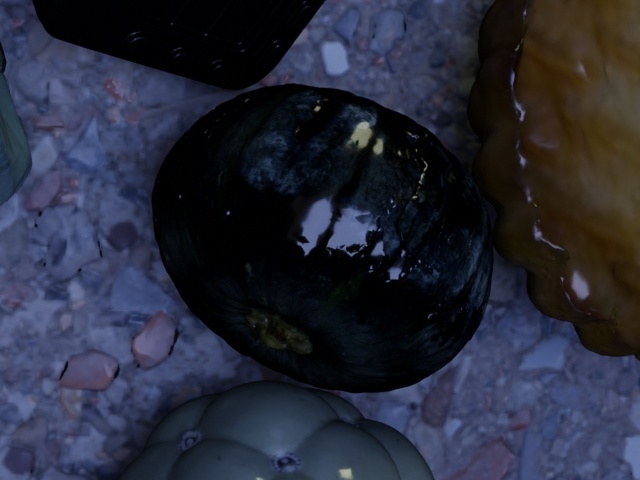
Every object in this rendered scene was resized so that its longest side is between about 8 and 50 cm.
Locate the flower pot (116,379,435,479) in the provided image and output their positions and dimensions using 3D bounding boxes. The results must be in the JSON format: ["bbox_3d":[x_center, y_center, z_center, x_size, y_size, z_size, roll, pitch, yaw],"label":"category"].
[{"bbox_3d":[-0.031,0.216,1.167,0.246,0.195,0.246,-3,101,-15],"label":"flower pot"}]

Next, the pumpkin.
[{"bbox_3d":[0.000,0.000,1.142,0.233,0.233,0.163,31,69,-17],"label":"pumpkin"}]

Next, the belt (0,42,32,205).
[{"bbox_3d":[-0.273,-0.121,1.057,0.150,0.207,0.258,-21,94,-10],"label":"belt"}]

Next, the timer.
[{"bbox_3d":[-0.081,-0.177,1.138,0.187,0.055,0.144,13,125,-42],"label":"timer"}]

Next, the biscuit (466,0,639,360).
[{"bbox_3d":[0.224,-0.075,1.227,0.325,0.107,0.326,1,89,-36],"label":"biscuit"}]
